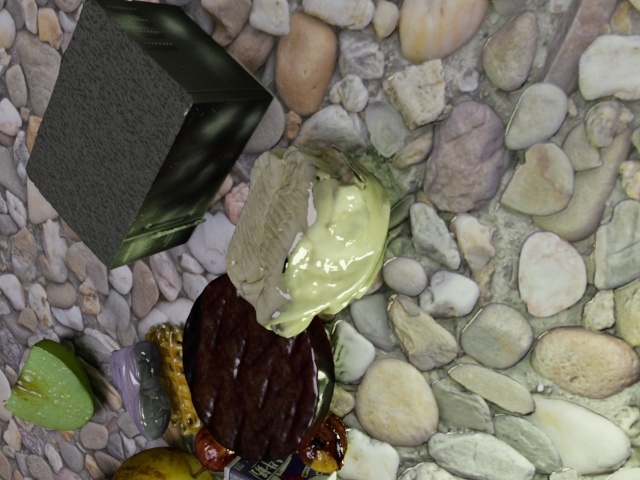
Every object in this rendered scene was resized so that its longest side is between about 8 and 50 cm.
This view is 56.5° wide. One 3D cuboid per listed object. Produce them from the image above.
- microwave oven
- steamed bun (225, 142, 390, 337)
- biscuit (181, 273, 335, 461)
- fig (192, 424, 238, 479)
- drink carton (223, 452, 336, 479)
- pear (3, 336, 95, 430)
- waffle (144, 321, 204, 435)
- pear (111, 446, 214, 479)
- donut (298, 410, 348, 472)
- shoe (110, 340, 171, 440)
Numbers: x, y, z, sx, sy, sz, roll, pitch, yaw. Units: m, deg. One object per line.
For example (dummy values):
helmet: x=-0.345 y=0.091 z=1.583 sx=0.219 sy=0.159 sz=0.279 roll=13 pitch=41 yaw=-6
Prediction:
microwave oven: x=-0.367 y=-0.220 z=1.219 sx=0.374 sy=0.236 sz=0.432 roll=45 pitch=122 yaw=14
steamed bun: x=0.000 y=0.000 z=1.058 sx=0.394 sy=0.238 sz=0.346 roll=-35 pitch=53 yaw=56
biscuit: x=-0.138 y=0.263 z=1.282 sx=0.408 sy=0.091 sz=0.406 roll=3 pitch=94 yaw=37
fig: x=-0.239 y=0.501 z=1.411 sx=0.129 sy=0.128 sz=0.150 roll=2 pitch=85 yaw=31
drink carton: x=-0.089 y=0.551 z=1.335 sx=0.223 sy=0.134 sz=0.101 roll=13 pitch=110 yaw=27
pear: x=-0.728 y=0.415 z=1.695 sx=0.239 sy=0.139 sz=0.288 roll=35 pitch=116 yaw=1
waffle: x=-0.363 y=0.346 z=1.485 sx=0.280 sy=0.060 sz=0.262 roll=49 pitch=125 yaw=14
pear: x=-0.393 y=0.649 z=1.469 sx=0.281 sy=0.281 sz=0.280 roll=9 pitch=109 yaw=29
donut: x=0.004 y=0.431 z=1.288 sx=0.141 sy=0.059 sz=0.140 roll=10 pitch=110 yaw=29
shoe: x=-0.451 y=0.370 z=1.466 sx=0.138 sy=0.095 sz=0.244 roll=-9 pitch=91 yaw=39
